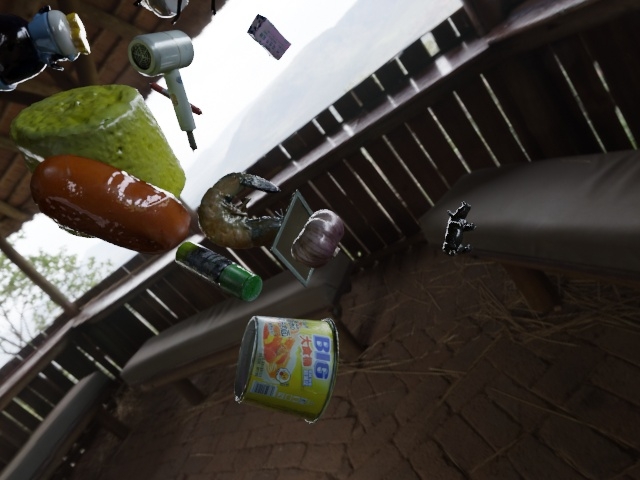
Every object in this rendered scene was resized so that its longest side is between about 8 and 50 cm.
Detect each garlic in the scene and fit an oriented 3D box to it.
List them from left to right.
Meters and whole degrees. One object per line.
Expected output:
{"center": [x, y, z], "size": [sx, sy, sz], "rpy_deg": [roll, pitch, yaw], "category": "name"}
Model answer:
{"center": [0.000, 0.000, 1.006], "size": [0.147, 0.102, 0.159], "rpy_deg": [-61, 0, 26], "category": "garlic"}

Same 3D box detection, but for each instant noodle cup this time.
{"center": [-0.072, 0.237, 0.813], "size": [0.205, 0.153, 0.204], "rpy_deg": [-168, 90, -73], "category": "instant noodle cup"}

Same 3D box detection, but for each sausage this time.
{"center": [-0.354, -0.059, 0.743], "size": [0.133, 0.259, 0.133], "rpy_deg": [-48, 28, 36], "category": "sausage"}
{"center": [-0.521, -0.511, 1.551], "size": [0.029, 0.223, 0.029], "rpy_deg": [-60, 2, 4], "category": "sausage"}

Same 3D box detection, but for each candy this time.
{"center": [-0.197, -0.771, 1.639], "size": [0.092, 0.160, 0.073], "rpy_deg": [-52, 49, 8], "category": "candy"}

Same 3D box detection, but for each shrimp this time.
{"center": [-0.209, -0.104, 1.542], "size": [0.446, 0.271, 0.085], "rpy_deg": [1, 3, -18], "category": "shrimp"}

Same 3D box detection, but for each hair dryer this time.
{"center": [-0.430, -0.427, 1.285], "size": [0.108, 0.357, 0.173], "rpy_deg": [2, 30, 26], "category": "hair dryer"}

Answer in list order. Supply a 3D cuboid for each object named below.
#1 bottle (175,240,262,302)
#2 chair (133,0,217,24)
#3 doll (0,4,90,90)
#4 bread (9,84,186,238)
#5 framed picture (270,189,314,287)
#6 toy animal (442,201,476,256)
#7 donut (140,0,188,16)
{"center": [-0.321, 0.092, 1.331], "size": [0.330, 0.093, 0.093], "rpy_deg": [21, 58, 36], "category": "bottle"}
{"center": [-0.316, -0.600, 0.925], "size": [0.149, 0.174, 0.213], "rpy_deg": [-51, -13, -41], "category": "chair"}
{"center": [-0.703, -0.440, 0.985], "size": [0.314, 0.177, 0.141], "rpy_deg": [-15, -8, -8], "category": "doll"}
{"center": [-0.548, -0.202, 1.064], "size": [0.349, 0.307, 0.348], "rpy_deg": [-7, 47, 7], "category": "bread"}
{"center": [-0.068, 0.001, 1.463], "size": [0.018, 0.293, 0.231], "rpy_deg": [9, 64, 27], "category": "framed picture"}
{"center": [0.301, -0.027, 0.941], "size": [0.065, 0.047, 0.135], "rpy_deg": [-19, 54, 59], "category": "toy animal"}
{"center": [-0.452, -0.837, 1.201], "size": [0.382, 0.143, 0.382], "rpy_deg": [-166, 90, -87], "category": "donut"}
